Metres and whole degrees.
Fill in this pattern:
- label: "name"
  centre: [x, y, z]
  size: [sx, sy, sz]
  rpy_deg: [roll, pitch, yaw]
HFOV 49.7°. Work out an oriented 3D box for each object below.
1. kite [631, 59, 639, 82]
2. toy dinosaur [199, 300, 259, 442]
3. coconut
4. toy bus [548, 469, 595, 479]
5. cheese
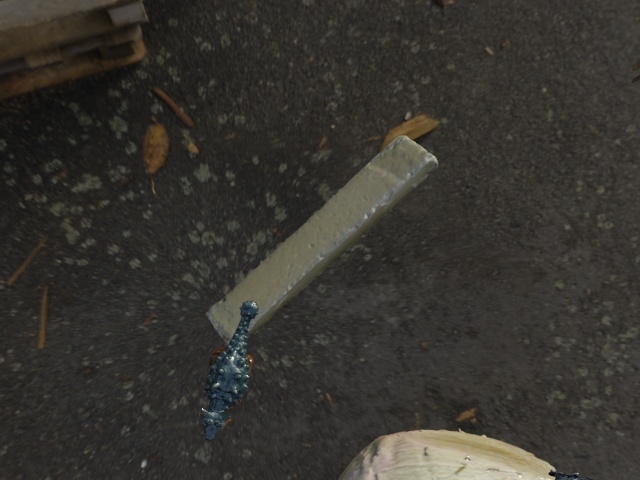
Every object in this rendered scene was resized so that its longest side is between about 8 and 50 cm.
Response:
- label: "kite"
  centre: [0.308, -0.243, 0.597]
  size: [0.016, 0.127, 0.229]
  rpy_deg: [17, 83, 27]
- label: "toy dinosaur"
  centre: [-0.096, 0.137, 0.732]
  size: [0.049, 0.055, 0.154]
  rpy_deg: [16, 84, -2]
- label: "coconut"
  centre: [0.112, 0.342, 0.718]
  size: [0.255, 0.297, 0.297]
  rpy_deg: [10, 83, 4]
- label: "toy bus"
  centre: [0.220, 0.200, 0.437]
  size: [0.235, 0.096, 0.073]
  rpy_deg: [-8, 121, 11]
- label: "cheese"
  centre: [0.000, 0.000, 0.999]
  size: [0.400, 0.034, 0.085]
  rpy_deg: [-42, 49, 2]
